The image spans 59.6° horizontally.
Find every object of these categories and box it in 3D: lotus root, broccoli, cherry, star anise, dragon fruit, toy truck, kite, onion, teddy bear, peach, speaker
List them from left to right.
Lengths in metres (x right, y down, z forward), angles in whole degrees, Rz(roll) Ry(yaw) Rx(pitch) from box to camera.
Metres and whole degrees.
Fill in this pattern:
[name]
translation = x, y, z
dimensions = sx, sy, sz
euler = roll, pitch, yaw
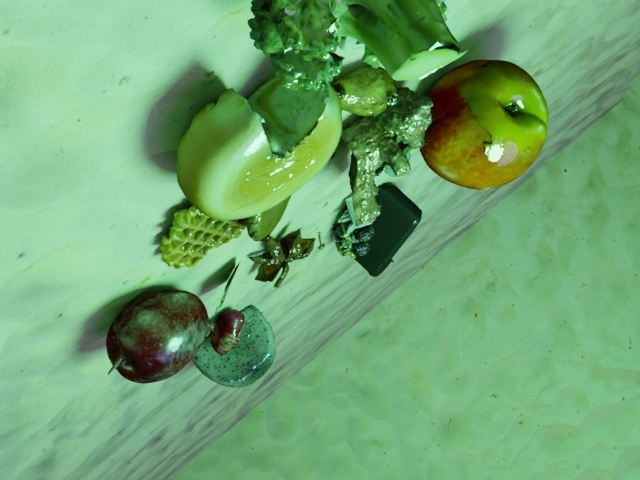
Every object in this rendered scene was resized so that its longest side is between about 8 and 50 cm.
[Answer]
[cherry]
translation = -0.390, 0.226, 1.364
dimensions = 0.300, 0.203, 0.230
euler = -40, 165, -48
[onion]
translation = -0.320, 0.276, 1.766
dimensions = 0.150, 0.140, 0.150
euler = -53, -160, 30
[kite]
translation = -0.270, 0.166, 1.515
dimensions = 0.141, 0.015, 0.245
euler = -56, -168, 52
[dragon fruit]
translation = -0.273, 0.392, 1.916
dimensions = 0.283, 0.221, 0.204
euler = -37, 155, -15
[star anise]
translation = -0.107, 0.041, 1.626
dimensions = 0.196, 0.111, 0.212
euler = -33, 154, -40
[toy truck]
translation = 0.102, -0.039, 1.785
dimensions = 0.111, 0.136, 0.285
euler = -14, 154, -9
[lotus root]
translation = 0.080, -0.320, 1.194
dimensions = 0.191, 0.094, 0.108
euler = -11, 123, -39
[broccoli]
translation = 0.066, -0.369, 0.808
dimensions = 0.339, 0.317, 0.277
euler = 17, 146, -21
[speaker]
translation = 0.236, -0.038, 1.978
dimensions = 0.184, 0.180, 0.388
euler = -33, 162, -40
[teddy bear]
translation = 0.169, -0.217, 1.393
dimensions = 0.223, 0.246, 0.295
euler = -10, 121, 2
[peach]
translation = 0.416, -0.298, 1.497
dimensions = 0.370, 0.370, 0.370
euler = -35, 160, -15

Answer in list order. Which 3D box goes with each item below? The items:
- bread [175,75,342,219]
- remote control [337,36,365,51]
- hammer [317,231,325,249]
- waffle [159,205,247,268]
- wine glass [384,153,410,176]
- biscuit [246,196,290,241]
[bread]
translation = -0.117, -0.176, 1.032
dimensions = 0.333, 0.160, 0.333
euler = -33, 159, -14
[remote control]
translation = 0.125, -0.430, 1.080
dimensions = 0.230, 0.049, 0.090
euler = -27, 157, -35
[hammer]
translation = 0.000, 0.000, 1.856
dimensions = 0.029, 0.014, 0.123
euler = -44, 159, -14
[waffle]
translation = -0.243, -0.035, 1.268
dimensions = 0.253, 0.056, 0.249
euler = -24, 155, -42
[wine glass]
translation = 0.223, -0.258, 1.592
dimensions = 0.079, 0.079, 0.195
euler = -34, 160, -15
[biscuit]
translation = -0.110, -0.100, 1.273
dimensions = 0.226, 0.042, 0.225
euler = 23, 90, -81
